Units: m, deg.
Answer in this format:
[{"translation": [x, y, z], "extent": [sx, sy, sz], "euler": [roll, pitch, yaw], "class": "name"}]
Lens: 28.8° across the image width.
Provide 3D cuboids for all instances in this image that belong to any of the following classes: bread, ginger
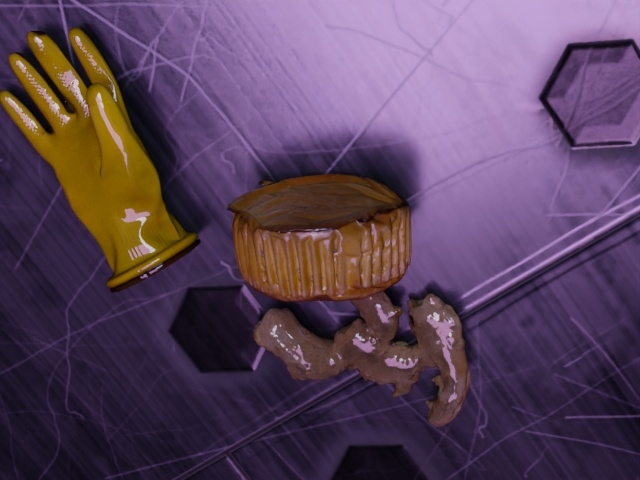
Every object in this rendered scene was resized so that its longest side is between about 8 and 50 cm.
[{"translation": [0.001, 0.000, 1.329], "extent": [0.199, 0.199, 0.104], "euler": [-2, 110, 9], "class": "bread"}, {"translation": [0.054, 0.112, 1.441], "extent": [0.259, 0.065, 0.149], "euler": [19, 99, 7], "class": "ginger"}]

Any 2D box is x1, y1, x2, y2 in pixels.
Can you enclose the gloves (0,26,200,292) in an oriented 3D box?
[{"translation": [-0.257, -0.096, 1.387], "extent": [0.133, 0.116, 0.294], "euler": [-27, 98, 9], "class": "gloves"}]
